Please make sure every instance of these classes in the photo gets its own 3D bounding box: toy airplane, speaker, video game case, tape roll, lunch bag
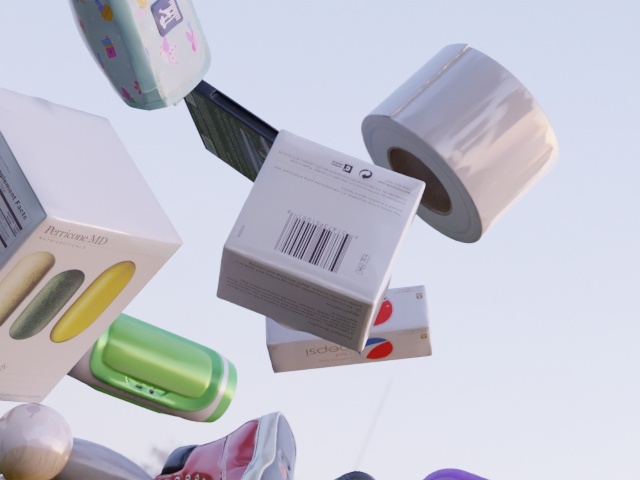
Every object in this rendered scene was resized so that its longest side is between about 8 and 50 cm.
[{"bbox_3d":[-0.271,0.305,1.565,0.384,0.272,0.386,-11,7,-42],"label":"toy airplane"},{"bbox_3d":[-0.286,0.199,2.392,0.297,0.131,0.131,25,-20,-28],"label":"speaker"},{"bbox_3d":[-0.089,-0.126,2.141,0.274,0.026,0.196,35,-18,27],"label":"video game case"},{"bbox_3d":[0.200,-0.139,2.138,0.246,0.169,0.246,43,-16,15],"label":"tape roll"},{"bbox_3d":[-0.250,-0.307,1.963,0.262,0.160,0.223,-116,-172,-65],"label":"lunch bag"}]

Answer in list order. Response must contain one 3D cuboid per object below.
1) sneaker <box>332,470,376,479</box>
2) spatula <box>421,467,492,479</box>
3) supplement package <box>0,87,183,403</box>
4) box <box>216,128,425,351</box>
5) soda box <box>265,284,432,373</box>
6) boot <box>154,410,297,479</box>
[{"bbox_3d":[-0.026,0.291,1.337,0.078,0.234,0.106,43,-22,17],"label":"sneaker"},{"bbox_3d":[0.058,0.304,1.230,0.084,0.296,0.030,18,-43,29],"label":"spatula"},{"bbox_3d":[-0.327,0.009,1.538,0.199,0.262,0.198,13,36,-52],"label":"supplement package"},{"bbox_3d":[0.000,0.000,1.669,0.181,0.182,0.119,21,-32,4],"label":"box"},{"bbox_3d":[0.038,0.118,1.954,0.216,0.073,0.069,-7,-41,4],"label":"soda box"},{"bbox_3d":[-0.125,0.306,1.736,0.176,0.244,0.088,-20,-68,12],"label":"boot"}]
